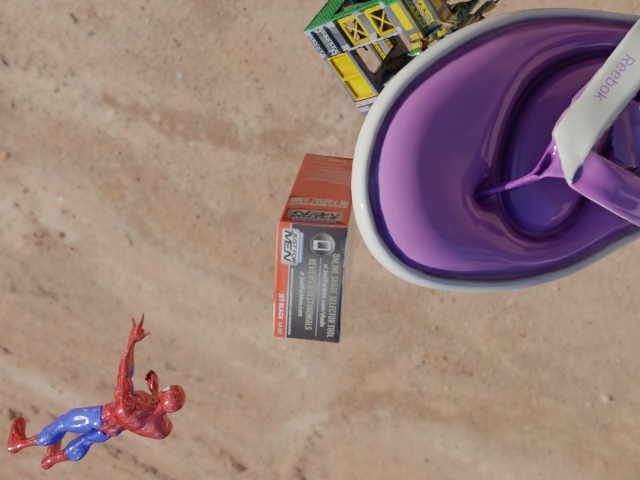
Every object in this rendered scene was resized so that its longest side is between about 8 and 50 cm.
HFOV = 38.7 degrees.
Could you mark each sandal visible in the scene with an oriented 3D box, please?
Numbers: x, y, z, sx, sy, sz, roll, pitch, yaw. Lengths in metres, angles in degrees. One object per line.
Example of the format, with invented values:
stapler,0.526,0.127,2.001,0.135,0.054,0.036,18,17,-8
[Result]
sandal,0.213,-0.075,0.564,0.102,0.416,0.170,-8,95,67

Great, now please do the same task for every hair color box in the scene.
hair color box,0.000,0.000,0.714,0.053,0.167,0.093,5,111,3

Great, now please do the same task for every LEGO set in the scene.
LEGO set,0.153,-0.293,1.196,0.254,0.331,0.192,-15,125,41

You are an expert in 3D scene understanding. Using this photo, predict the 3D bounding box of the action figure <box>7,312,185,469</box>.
action figure,-0.257,0.187,1.110,0.280,0.139,0.091,-19,138,36
